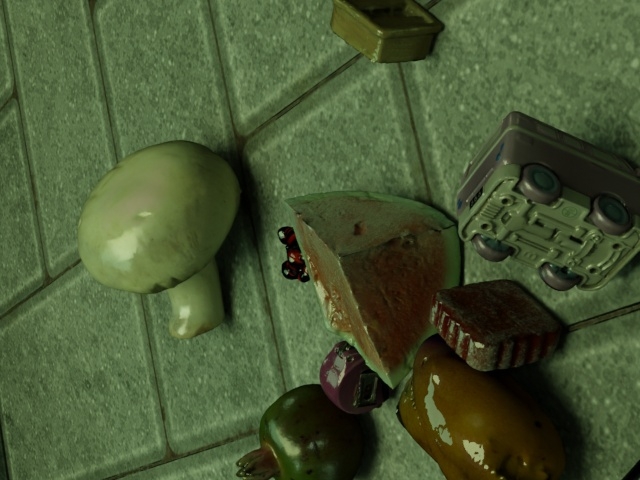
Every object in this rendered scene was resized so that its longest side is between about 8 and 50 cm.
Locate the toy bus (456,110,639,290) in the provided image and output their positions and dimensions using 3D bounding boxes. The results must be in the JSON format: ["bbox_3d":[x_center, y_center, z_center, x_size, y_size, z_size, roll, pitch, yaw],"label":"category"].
[{"bbox_3d":[0.274,-0.045,1.507,0.142,0.203,0.142,-80,17,-45],"label":"toy bus"}]

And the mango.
[{"bbox_3d":[0.201,0.238,1.666,0.287,0.153,0.201,47,175,47],"label":"mango"}]

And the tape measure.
[{"bbox_3d":[0.061,0.196,1.926,0.074,0.118,0.125,41,130,50],"label":"tape measure"}]

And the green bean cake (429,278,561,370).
[{"bbox_3d":[0.222,0.109,1.650,0.135,0.136,0.056,46,137,49],"label":"green bean cake"}]

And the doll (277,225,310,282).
[{"bbox_3d":[0.002,-0.002,2.032,0.127,0.088,0.249,60,153,1],"label":"doll"}]

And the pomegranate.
[{"bbox_3d":[-0.037,0.321,2.006,0.180,0.210,0.180,47,147,46],"label":"pomegranate"}]

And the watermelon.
[{"bbox_3d":[0.076,0.058,1.832,0.256,0.176,0.260,-7,107,31],"label":"watermelon"}]

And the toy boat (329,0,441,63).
[{"bbox_3d":[0.077,-0.319,1.846,0.188,0.116,0.061,48,138,42],"label":"toy boat"}]

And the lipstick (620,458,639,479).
[{"bbox_3d":[0.432,0.206,1.397,0.077,0.077,0.418,62,138,32],"label":"lipstick"}]

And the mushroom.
[{"bbox_3d":[-0.297,-0.009,2.283,0.315,0.315,0.356,32,107,51],"label":"mushroom"}]
